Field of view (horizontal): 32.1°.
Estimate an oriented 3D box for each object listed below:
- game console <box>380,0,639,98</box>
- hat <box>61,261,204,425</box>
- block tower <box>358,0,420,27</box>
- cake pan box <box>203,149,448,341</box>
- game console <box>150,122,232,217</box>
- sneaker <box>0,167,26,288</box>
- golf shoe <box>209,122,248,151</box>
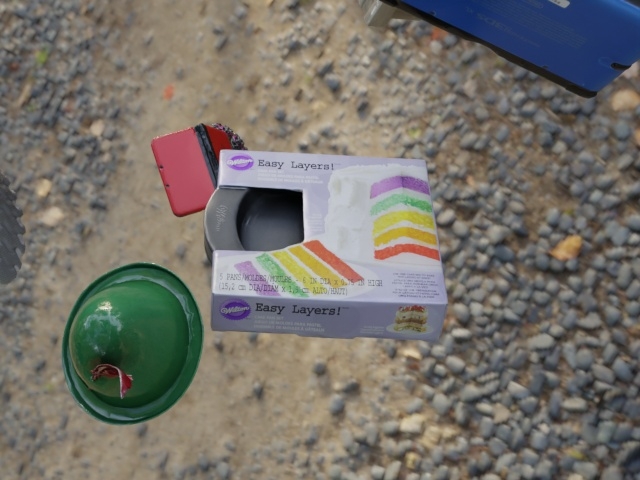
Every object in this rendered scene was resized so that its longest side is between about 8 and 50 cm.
[{"bbox_3d":[0.219,-0.302,1.248,0.250,0.293,0.173,135,156,-65],"label":"game console"},{"bbox_3d":[-0.228,0.091,1.092,0.209,0.183,0.172,-14,73,25],"label":"hat"},{"bbox_3d":[0.066,-0.443,1.531,0.091,0.097,0.335,-55,45,47],"label":"block tower"},{"bbox_3d":[0.000,0.000,1.269,0.245,0.267,0.070,-91,6,-48],"label":"cake pan box"},{"bbox_3d":[-0.195,-0.110,1.831,0.085,0.124,0.144,-25,75,21],"label":"game console"},{"bbox_3d":[-0.422,-0.061,1.268,0.115,0.105,0.281,-24,70,1],"label":"sneaker"},{"bbox_3d":[-0.155,-0.119,1.963,0.086,0.186,0.067,-23,20,32],"label":"golf shoe"}]
